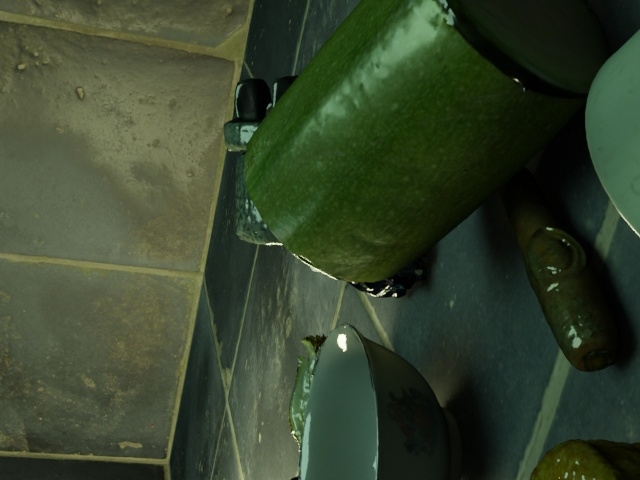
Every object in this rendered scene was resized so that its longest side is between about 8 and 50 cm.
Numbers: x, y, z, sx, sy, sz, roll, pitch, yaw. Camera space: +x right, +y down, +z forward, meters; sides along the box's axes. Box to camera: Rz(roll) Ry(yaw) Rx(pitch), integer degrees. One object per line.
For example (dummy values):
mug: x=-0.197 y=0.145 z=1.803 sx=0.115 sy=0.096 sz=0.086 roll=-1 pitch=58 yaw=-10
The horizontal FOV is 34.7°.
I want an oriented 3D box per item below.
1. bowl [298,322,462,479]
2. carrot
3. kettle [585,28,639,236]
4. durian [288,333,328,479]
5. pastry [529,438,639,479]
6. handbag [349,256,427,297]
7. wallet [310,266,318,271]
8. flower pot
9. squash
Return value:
bowl: x=0.087 y=0.285 z=1.339 sx=0.345 sy=0.157 sz=0.345 roll=-174 pitch=90 yaw=-76
carrot: x=0.239 y=0.007 z=1.082 sx=0.342 sy=0.070 sz=0.070 roll=-100 pitch=23 yaw=-53
kettle: x=0.320 y=-0.094 z=0.561 sx=0.318 sy=0.205 sz=0.265 roll=126 pitch=150 yaw=-57
durian: x=0.029 y=0.272 z=1.603 sx=0.193 sy=0.137 sz=0.237 roll=-165 pitch=86 yaw=-72
pastry: x=0.242 y=0.260 z=0.871 sx=0.189 sy=0.103 sz=0.189 roll=-173 pitch=90 yaw=-76
handbag: x=0.043 y=-0.014 z=1.523 sx=0.113 sy=0.260 sz=0.162 roll=-51 pitch=0 yaw=-12
wallet: x=0.000 y=0.000 z=2.059 sx=0.061 sy=0.025 sz=0.122 roll=-146 pitch=63 yaw=-71
flower pot: x=-0.007 y=-0.142 z=1.720 sx=0.299 sy=0.299 sz=0.283 roll=-163 pitch=70 yaw=-75
squash: x=0.112 y=-0.149 z=1.136 sx=0.384 sy=0.263 sz=0.263 roll=-46 pitch=38 yaw=45
